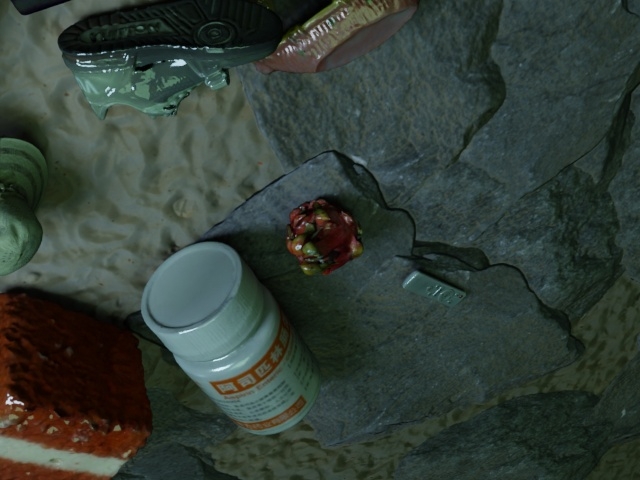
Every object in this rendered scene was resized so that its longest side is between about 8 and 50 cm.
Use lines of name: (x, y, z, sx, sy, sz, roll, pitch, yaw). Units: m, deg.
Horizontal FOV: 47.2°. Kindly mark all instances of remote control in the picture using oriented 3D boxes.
remote control: (0.241, 0.101, 1.556, 0.184, 0.027, 0.050, 24, 120, -42)

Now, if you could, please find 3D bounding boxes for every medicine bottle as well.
medicine bottle: (-0.152, 0.186, 1.340, 0.211, 0.211, 0.372, -27, 136, 2)

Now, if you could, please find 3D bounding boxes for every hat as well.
hat: (-0.452, -0.012, 1.018, 0.252, 0.110, 0.252, -46, 163, -18)

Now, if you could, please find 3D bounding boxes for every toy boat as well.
toy boat: (0.042, -0.318, 1.048, 0.317, 0.099, 0.141, -33, 162, 9)

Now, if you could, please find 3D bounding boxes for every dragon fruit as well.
dragon fruit: (0.000, 0.000, 1.290, 0.150, 0.207, 0.133, 31, 105, 7)

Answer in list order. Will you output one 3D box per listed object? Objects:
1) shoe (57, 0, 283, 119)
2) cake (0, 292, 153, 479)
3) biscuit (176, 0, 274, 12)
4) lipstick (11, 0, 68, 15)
shoe: (-0.195, -0.237, 1.006, 0.292, 0.109, 0.149, -6, 142, -5)
cake: (-0.490, 0.291, 1.253, 0.269, 0.270, 0.319, 27, 117, -37)
biscuit: (-0.131, -0.330, 1.014, 0.147, 0.018, 0.071, 15, 122, -30)
lipstick: (-0.246, -0.359, 0.895, 0.299, 0.081, 0.081, -20, 135, -1)
